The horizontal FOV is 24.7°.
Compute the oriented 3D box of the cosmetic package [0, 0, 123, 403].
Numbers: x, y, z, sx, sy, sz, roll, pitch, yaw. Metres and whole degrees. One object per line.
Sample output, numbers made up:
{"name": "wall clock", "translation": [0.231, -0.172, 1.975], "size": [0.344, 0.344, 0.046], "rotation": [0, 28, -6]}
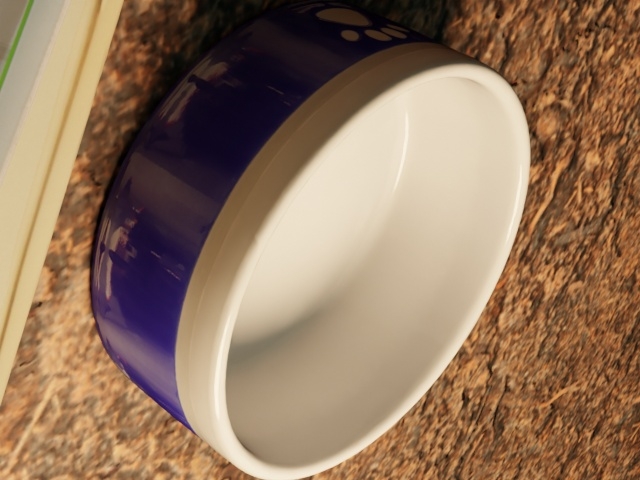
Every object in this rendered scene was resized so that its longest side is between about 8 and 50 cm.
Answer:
{"name": "cosmetic package", "translation": [-0.195, 0.002, 0.532], "size": [0.113, 0.160, 0.309], "rotation": [-7, 123, -52]}

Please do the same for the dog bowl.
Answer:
{"name": "dog bowl", "translation": [0.000, 0.000, 0.845], "size": [0.265, 0.104, 0.265], "rotation": [-35, 141, -33]}

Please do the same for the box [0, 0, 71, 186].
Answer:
{"name": "box", "translation": [-0.174, -0.121, 0.314], "size": [0.262, 0.127, 0.231], "rotation": [18, 100, -19]}
